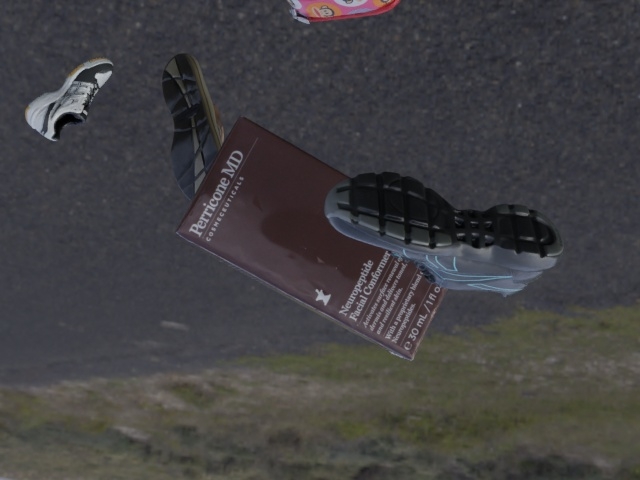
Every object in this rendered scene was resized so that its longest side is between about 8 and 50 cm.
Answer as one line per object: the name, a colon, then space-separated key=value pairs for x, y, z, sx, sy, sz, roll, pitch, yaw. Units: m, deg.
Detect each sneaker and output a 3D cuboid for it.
sneaker: x=0.126 y=0.007 z=0.926 sx=0.267 sy=0.101 sz=0.106 roll=14 pitch=137 yaw=-13
sneaker: x=-0.195 y=-0.112 z=0.695 sx=0.037 sy=0.083 sz=0.032 roll=44 pitch=167 yaw=14

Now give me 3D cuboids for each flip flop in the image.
flip flop: x=-0.219 y=-0.204 z=1.559 sx=0.112 sy=0.277 sz=0.080 roll=-21 pitch=167 yaw=30

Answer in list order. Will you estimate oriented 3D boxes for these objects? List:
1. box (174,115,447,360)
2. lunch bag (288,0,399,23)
box: x=0.000 y=0.000 z=1.243 sx=0.381 sy=0.191 sz=0.143 roll=28 pitch=174 yaw=-7
lunch bag: x=0.022 y=-0.548 z=1.563 sx=0.258 sy=0.293 sz=0.120 roll=-3 pitch=164 yaw=19
